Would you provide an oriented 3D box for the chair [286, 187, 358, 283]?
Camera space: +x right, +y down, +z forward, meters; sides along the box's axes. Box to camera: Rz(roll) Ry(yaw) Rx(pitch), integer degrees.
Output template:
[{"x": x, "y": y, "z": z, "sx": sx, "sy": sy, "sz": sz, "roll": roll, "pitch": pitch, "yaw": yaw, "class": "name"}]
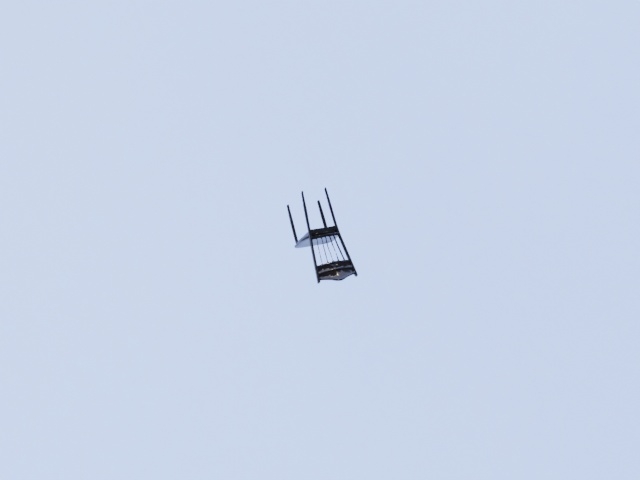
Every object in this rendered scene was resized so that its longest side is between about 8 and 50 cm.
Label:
[{"x": 0.000, "y": 0.001, "z": 1.471, "sx": 0.037, "sy": 0.042, "sz": 0.086, "roll": -9, "pitch": -110, "yaw": -19, "class": "chair"}]
